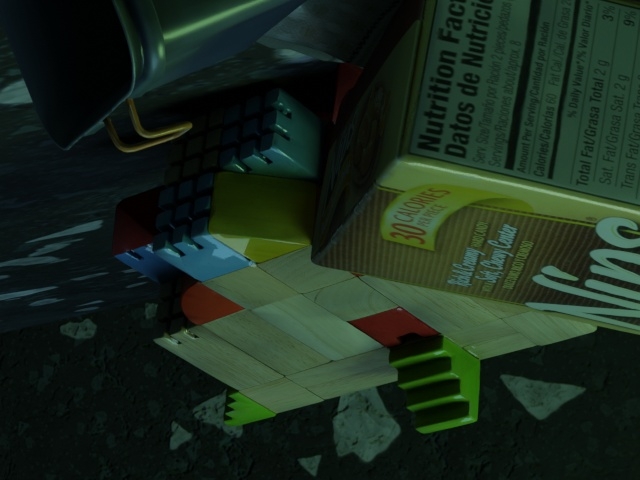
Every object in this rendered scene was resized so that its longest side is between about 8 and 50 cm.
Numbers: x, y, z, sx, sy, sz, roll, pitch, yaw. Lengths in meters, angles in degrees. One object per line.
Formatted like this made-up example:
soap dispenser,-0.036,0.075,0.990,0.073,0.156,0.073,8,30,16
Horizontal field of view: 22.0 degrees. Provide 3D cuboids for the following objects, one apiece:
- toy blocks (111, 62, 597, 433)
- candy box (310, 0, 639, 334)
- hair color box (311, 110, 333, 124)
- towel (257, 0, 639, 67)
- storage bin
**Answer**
toy blocks,0.000,0.000,1.132,0.381,0.191,0.261,-19,142,35
candy box,0.168,-0.013,0.677,0.316,0.088,0.183,12,165,-7
hair color box,-0.009,-0.071,1.263,0.141,0.043,0.072,-9,173,-42
towel,0.138,-0.090,0.653,0.312,0.056,0.324,12,168,-20
storage bin,-0.056,-0.090,0.609,0.091,0.098,0.135,-21,180,-22
